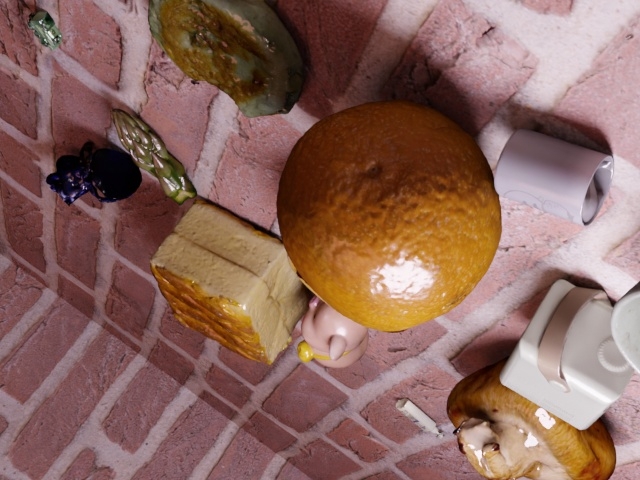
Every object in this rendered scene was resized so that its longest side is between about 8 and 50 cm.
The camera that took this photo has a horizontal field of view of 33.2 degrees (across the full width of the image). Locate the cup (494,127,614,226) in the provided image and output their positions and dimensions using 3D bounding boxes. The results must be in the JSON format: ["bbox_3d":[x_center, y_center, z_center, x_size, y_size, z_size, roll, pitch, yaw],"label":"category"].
[{"bbox_3d":[0.314,-0.074,1.439,0.133,0.099,0.136,22,152,28],"label":"cup"}]

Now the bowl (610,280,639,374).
[{"bbox_3d":[0.545,0.110,1.414,0.289,0.146,0.289,31,155,16],"label":"bowl"}]

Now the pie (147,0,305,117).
[{"bbox_3d":[-0.147,-0.305,1.684,0.303,0.067,0.302,29,156,14],"label":"pie"}]

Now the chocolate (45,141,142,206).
[{"bbox_3d":[-0.533,-0.153,2.469,0.343,0.126,0.148,4,102,56],"label":"chocolate"}]

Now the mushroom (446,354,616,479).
[{"bbox_3d":[0.369,0.362,1.995,0.345,0.259,0.345,30,156,15],"label":"mushroom"}]

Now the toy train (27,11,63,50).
[{"bbox_3d":[-0.527,-0.403,2.068,0.053,0.033,0.083,11,147,38],"label":"toy train"}]

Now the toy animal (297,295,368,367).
[{"bbox_3d":[0.033,0.193,2.279,0.149,0.165,0.248,28,163,5],"label":"toy animal"}]

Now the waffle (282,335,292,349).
[{"bbox_3d":[-0.215,0.195,2.749,0.329,0.062,0.329,31,157,15],"label":"waffle"}]

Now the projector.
[{"bbox_3d":[0.407,0.184,1.728,0.177,0.163,0.242,29,159,12],"label":"projector"}]

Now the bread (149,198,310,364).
[{"bbox_3d":[-0.193,0.097,2.339,0.279,0.207,0.279,28,155,22],"label":"bread"}]

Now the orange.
[{"bbox_3d":[0.099,-0.032,1.552,0.322,0.322,0.357,28,162,18],"label":"orange"}]

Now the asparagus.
[{"bbox_3d":[-0.339,-0.168,2.208,0.080,0.080,0.287,9,145,47],"label":"asparagus"}]

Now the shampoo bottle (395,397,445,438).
[{"bbox_3d":[0.245,0.434,2.597,0.141,0.034,0.049,42,149,-14],"label":"shampoo bottle"}]

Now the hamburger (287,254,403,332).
[{"bbox_3d":[0.087,0.028,1.869,0.302,0.170,0.302,28,159,12],"label":"hamburger"}]
